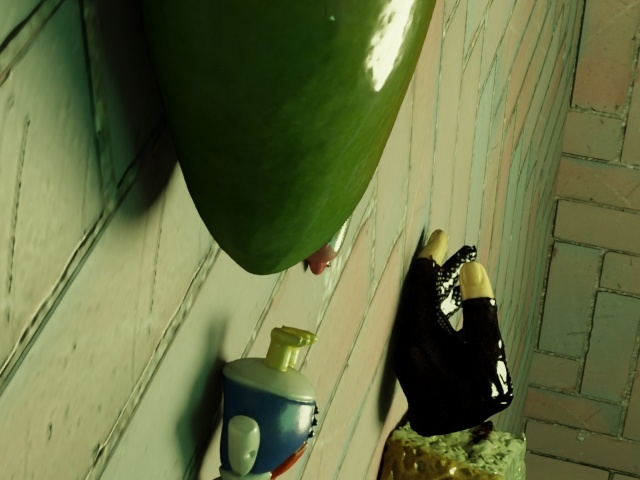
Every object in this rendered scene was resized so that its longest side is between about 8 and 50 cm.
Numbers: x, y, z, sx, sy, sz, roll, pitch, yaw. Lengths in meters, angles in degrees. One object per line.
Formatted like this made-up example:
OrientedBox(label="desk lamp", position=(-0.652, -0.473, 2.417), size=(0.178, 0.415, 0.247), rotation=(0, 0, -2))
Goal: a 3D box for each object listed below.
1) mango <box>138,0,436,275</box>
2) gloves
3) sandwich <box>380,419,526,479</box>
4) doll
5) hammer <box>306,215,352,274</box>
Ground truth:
OrientedBox(label="mango", position=(-0.006, -0.094, 0.596), size=(0.251, 0.114, 0.156), rotation=(86, 12, -47))
OrientedBox(label="gloves", position=(0.111, 0.079, 1.380), size=(0.129, 0.106, 0.181), rotation=(67, 8, -71))
OrientedBox(label="sandwich", position=(0.119, 0.329, 1.507), size=(0.262, 0.131, 0.325), rotation=(64, 38, -68))
OrientedBox(label="doll", position=(-0.036, 0.115, 0.799), size=(0.099, 0.057, 0.143), rotation=(20, 87, -78))
OrientedBox(label="hammer", position=(0.000, 0.000, 0.923), size=(0.083, 0.031, 0.052), rotation=(101, 9, -63))
